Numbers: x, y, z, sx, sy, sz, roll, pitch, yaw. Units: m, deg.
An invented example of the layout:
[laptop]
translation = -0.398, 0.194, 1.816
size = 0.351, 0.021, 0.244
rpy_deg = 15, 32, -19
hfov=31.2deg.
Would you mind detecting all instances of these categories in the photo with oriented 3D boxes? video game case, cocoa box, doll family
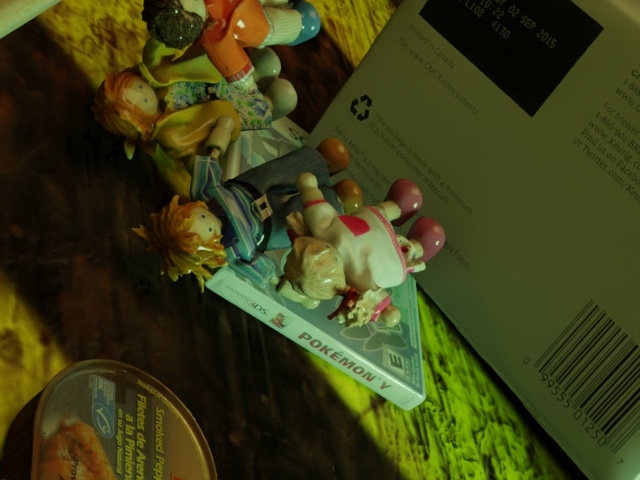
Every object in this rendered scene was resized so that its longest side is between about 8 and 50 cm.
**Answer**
[video game case]
translation = 0.000, 0.000, 0.811
size = 0.183, 0.023, 0.201
rpy_deg = 34, 34, -27
[cocoa box]
translation = 0.207, -0.030, 0.803
size = 0.228, 0.231, 0.347
rpy_deg = 7, 36, -53
[doll family]
translation = -0.049, -0.046, 0.699
size = 0.163, 0.118, 0.263
rpy_deg = -21, 79, -52

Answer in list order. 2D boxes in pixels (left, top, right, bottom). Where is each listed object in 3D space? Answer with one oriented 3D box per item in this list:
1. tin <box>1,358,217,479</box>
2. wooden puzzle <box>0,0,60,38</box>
[tin]
translation = -0.094, 0.142, 0.518
size = 0.106, 0.040, 0.189
rpy_deg = 26, 39, -31
[wooden puzzle]
translation = -0.288, -0.158, 0.441
size = 0.322, 0.080, 0.348
rpy_deg = 31, 30, 1
